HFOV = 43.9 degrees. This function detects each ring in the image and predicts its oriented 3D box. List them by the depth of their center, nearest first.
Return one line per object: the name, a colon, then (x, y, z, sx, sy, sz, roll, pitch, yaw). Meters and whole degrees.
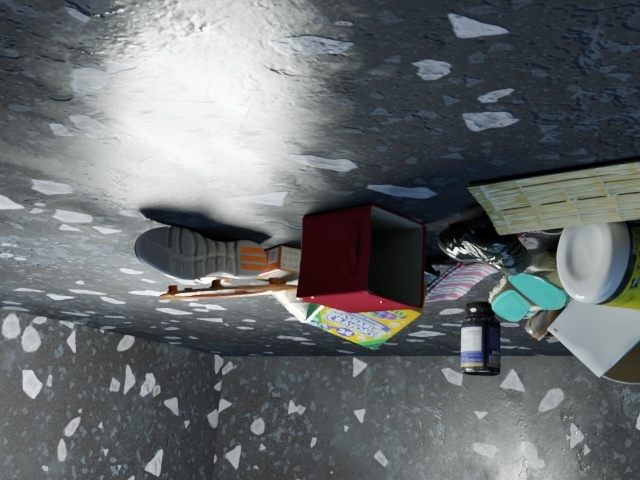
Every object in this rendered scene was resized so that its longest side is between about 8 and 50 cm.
ring: (-0.220, 0.116, 1.929, 0.337, 0.032, 0.336, -5, 174, 0)

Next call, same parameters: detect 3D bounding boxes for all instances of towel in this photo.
towel: (0.333, 0.102, 1.926, 0.144, 0.029, 0.197, -2, 149, -36)

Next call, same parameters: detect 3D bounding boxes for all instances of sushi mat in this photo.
sushi mat: (0.427, -0.070, 1.359, 0.317, 0.019, 0.151, -7, 140, 34)

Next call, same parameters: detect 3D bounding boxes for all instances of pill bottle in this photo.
pill bottle: (0.636, 0.041, 1.493, 0.334, 0.187, 0.188, 7, 165, -17)
pill bottle: (0.500, 0.307, 2.479, 0.123, 0.219, 0.123, 4, 165, 1)

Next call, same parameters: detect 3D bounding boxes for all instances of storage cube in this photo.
storage cube: (0.086, 0.046, 1.650, 0.193, 0.183, 0.215, -9, 161, 41)

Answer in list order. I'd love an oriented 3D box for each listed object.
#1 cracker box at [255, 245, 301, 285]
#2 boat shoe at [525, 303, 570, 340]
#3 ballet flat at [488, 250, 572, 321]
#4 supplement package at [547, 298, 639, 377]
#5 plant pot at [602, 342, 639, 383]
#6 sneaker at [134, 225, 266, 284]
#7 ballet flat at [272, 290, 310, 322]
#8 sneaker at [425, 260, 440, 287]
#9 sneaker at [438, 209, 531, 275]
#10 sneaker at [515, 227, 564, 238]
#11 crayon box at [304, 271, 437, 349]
cracker box: (-0.042, 0.075, 2.021, 0.232, 0.067, 0.156, 14, 162, -31)
boat shoe: (0.625, 0.196, 2.016, 0.324, 0.116, 0.123, -19, 152, -52)
ballet flat: (0.499, 0.090, 1.853, 0.147, 0.147, 0.409, 5, 167, -5)
supplement package: (0.633, 0.148, 1.689, 0.203, 0.149, 0.194, -21, 150, -47)
plant pot: (0.748, 0.175, 1.916, 0.284, 0.284, 0.191, -2, -160, 19)
sneaker: (-0.304, 0.054, 1.890, 0.321, 0.124, 0.180, 12, 162, -29)
ballet flat: (-0.013, 0.200, 2.415, 0.316, 0.106, 0.107, 9, 164, -20)
sneaker: (0.187, 0.079, 1.954, 0.235, 0.094, 0.153, 18, 151, -8)
sneaker: (0.309, -0.014, 1.587, 0.227, 0.087, 0.130, 24, 152, 57)
sneaker: (0.419, -0.027, 1.569, 0.118, 0.042, 0.067, 9, 163, 11)
crayon box: (0.115, 0.147, 1.923, 0.203, 0.083, 0.323, 23, 146, -11)
